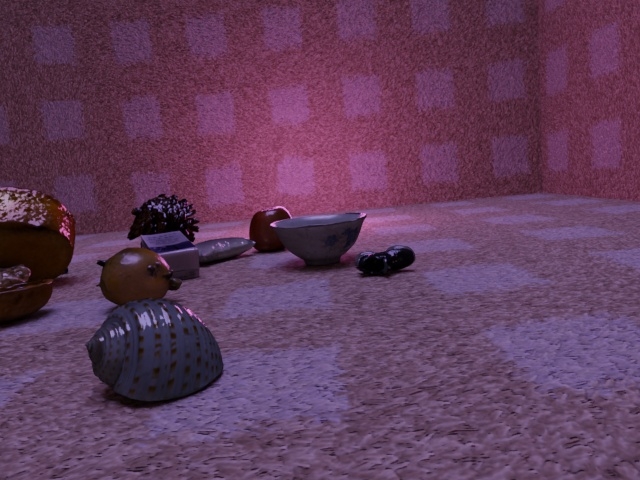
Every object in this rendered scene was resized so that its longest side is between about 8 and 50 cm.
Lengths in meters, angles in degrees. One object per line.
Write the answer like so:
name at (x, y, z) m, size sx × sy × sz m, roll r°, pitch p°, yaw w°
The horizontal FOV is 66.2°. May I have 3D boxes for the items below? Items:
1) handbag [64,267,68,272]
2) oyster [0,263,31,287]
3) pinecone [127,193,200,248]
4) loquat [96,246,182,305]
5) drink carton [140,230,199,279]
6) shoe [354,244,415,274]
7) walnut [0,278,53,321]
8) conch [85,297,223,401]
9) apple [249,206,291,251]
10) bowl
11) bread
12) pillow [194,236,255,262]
handbag at (-1.031, 0.095, 1.855) m, size 0.115 × 0.072 × 0.139 m, roll -14°, pitch 7°, yaw -38°
oyster at (-1.027, 0.135, 1.406) m, size 0.351 × 0.114 × 0.238 m, roll -12°, pitch 11°, yaw -39°
pinecone at (-0.673, -0.068, 2.129) m, size 0.296 × 0.242 × 0.298 m, roll 7°, pitch 36°, yaw -18°
loquat at (-0.452, 0.094, 1.229) m, size 0.205 × 0.149 × 0.172 m, roll 8°, pitch 4°, yaw -11°
drink carton at (-0.488, 0.047, 1.585) m, size 0.134 × 0.101 × 0.222 m, roll -12°, pitch 23°, yaw -28°
shoe at (0.176, 0.062, 1.334) m, size 0.169 × 0.071 × 0.099 m, roll -8°, pitch 11°, yaw 7°
walnut at (-0.761, 0.154, 1.205) m, size 0.167 × 0.087 × 0.211 m, roll -7°, pitch 3°, yaw 44°
conch at (-0.244, 0.151, 0.745) m, size 0.200 × 0.131 × 0.172 m, roll -13°, pitch 10°, yaw -38°
apple at (-0.196, -0.043, 1.945) m, size 0.181 × 0.168 × 0.181 m, roll -10°, pitch 11°, yaw 2°
bowl at (0.000, 0.000, 1.587) m, size 0.314 × 0.146 × 0.313 m, roll -6°, pitch 7°, yaw 1°
bread at (-0.989, 0.002, 1.585) m, size 0.358 × 0.336 × 0.204 m, roll 1°, pitch 33°, yaw -33°
pillow at (-0.377, 0.035, 1.813) m, size 0.144 × 0.078 × 0.254 m, roll 3°, pitch 11°, yaw 42°
